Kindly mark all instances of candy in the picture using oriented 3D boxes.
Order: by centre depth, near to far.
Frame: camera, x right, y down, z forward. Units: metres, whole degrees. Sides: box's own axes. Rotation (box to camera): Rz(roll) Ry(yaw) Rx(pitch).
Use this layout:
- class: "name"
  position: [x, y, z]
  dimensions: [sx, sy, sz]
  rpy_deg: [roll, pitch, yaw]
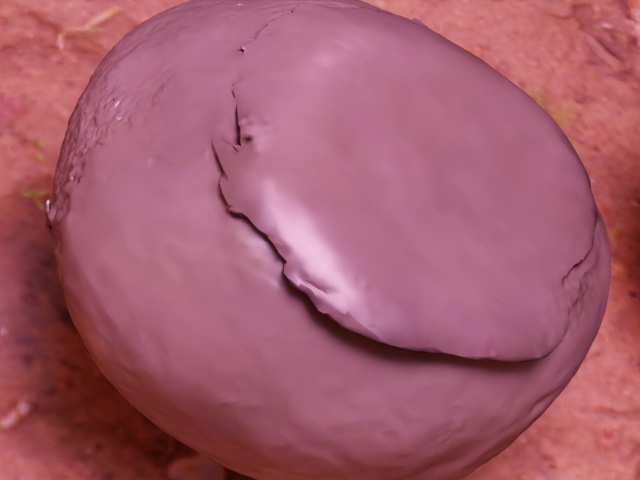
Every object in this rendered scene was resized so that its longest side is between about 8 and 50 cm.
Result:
- class: "candy"
  position: [0.000, 0.000, 0.861]
  dimensions: [0.295, 0.185, 0.295]
  rpy_deg: [22, 40, -20]
